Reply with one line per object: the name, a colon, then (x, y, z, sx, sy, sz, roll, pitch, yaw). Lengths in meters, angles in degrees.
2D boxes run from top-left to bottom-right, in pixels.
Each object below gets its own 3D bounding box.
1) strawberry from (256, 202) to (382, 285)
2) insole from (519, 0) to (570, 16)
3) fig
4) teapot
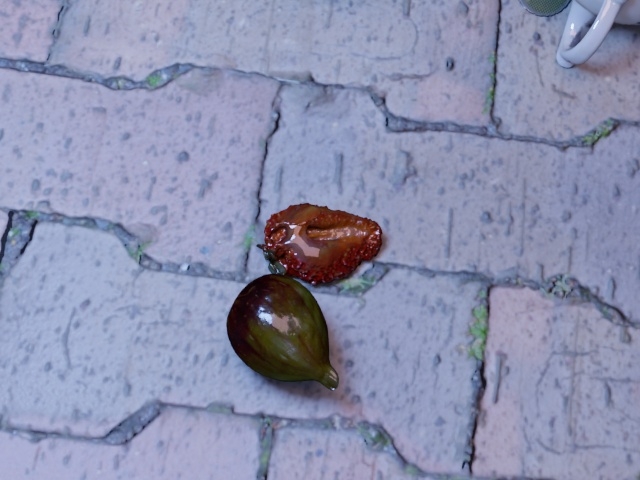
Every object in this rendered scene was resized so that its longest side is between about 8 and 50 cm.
strawberry: (0.000, -0.002, 1.412, 0.152, 0.048, 0.104, -12, 70, -8)
insole: (0.319, -0.447, 1.675, 0.109, 0.007, 0.322, 11, 65, -1)
fig: (-0.032, 0.108, 1.327, 0.155, 0.103, 0.109, 36, 89, 19)
teapot: (0.385, -0.366, 1.572, 0.208, 0.166, 0.299, 34, 71, -21)
